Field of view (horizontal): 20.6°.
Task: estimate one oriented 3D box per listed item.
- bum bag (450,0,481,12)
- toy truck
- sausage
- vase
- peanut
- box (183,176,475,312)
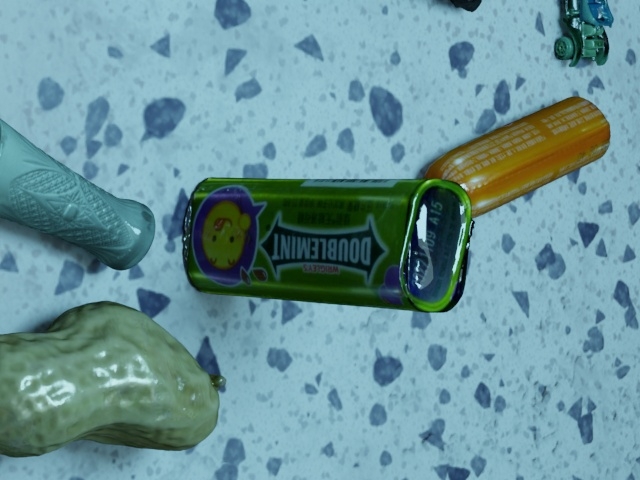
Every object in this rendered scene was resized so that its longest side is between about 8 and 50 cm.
[{"bbox_3d":[0.104,-0.356,2.038,0.340,0.095,0.144,3,95,-51],"label":"bum bag"},{"bbox_3d":[0.355,-0.305,2.296,0.080,0.078,0.154,-7,97,-40],"label":"toy truck"},{"bbox_3d":[0.230,-0.095,2.187,0.312,0.093,0.093,-24,108,-37],"label":"sausage"},{"bbox_3d":[-0.265,-0.040,1.751,0.219,0.096,0.096,29,73,-42],"label":"vase"},{"bbox_3d":[-0.237,0.139,1.757,0.291,0.143,0.159,2,57,-37],"label":"peanut"},{"bbox_3d":[0.000,0.000,1.815,0.097,0.346,0.134,7,88,-43],"label":"box"}]
